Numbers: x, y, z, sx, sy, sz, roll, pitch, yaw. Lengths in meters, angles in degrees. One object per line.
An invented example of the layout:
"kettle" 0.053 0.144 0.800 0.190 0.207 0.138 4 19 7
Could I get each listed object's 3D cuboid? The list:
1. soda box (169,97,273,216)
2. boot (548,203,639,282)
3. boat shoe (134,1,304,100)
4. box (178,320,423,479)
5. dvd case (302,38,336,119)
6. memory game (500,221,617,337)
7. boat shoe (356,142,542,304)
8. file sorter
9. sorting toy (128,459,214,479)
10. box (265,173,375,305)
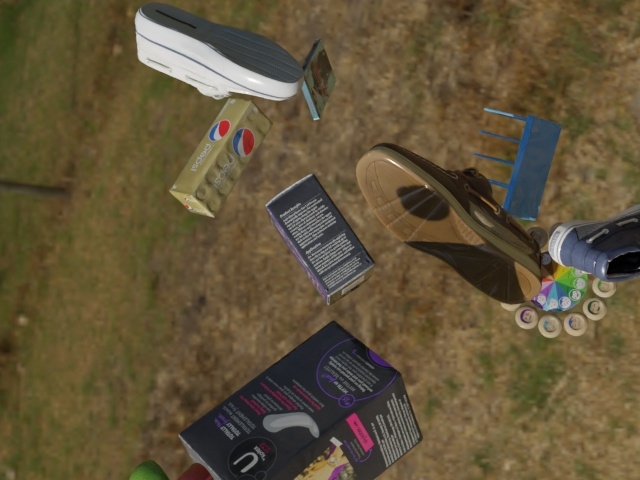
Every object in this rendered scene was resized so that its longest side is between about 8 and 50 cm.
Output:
"soda box" -0.150 -0.127 1.812 0.058 0.061 0.181 12 65 45
"boot" 0.351 0.009 1.329 0.086 0.190 0.069 33 128 49
"boat shoe" -0.118 -0.206 1.388 0.226 0.083 0.076 30 131 22
"box" -0.023 0.264 1.596 0.165 0.270 0.143 36 153 45
"dvd case" -0.005 -0.269 1.981 0.013 0.087 0.119 -5 36 24
"memory game" 0.363 0.060 1.834 0.186 0.012 0.186 -3 73 11
"boat shoe" 0.200 -0.046 1.763 0.123 0.342 0.123 -38 23 47
"file sorter" 0.320 -0.132 2.019 0.104 0.118 0.170 19 98 33
"sorting toy" -0.195 0.298 1.178 0.365 0.126 0.127 -21 87 64
"box" 0.000 0.000 2.183 0.207 0.108 0.153 55 175 9
